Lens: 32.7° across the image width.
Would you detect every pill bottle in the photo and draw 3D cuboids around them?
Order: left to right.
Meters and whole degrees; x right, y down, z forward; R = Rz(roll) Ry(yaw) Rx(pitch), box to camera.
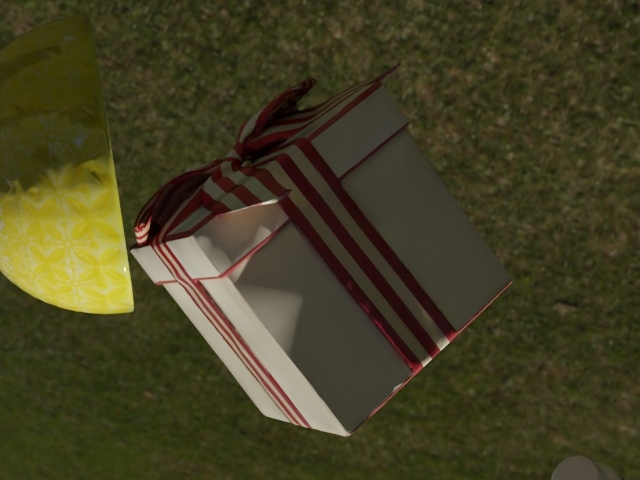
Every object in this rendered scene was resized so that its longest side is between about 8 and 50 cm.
[{"bbox_3d":[0.388,0.362,1.509,0.094,0.094,0.169,-7,144,40],"label":"pill bottle"}]

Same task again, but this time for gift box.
[{"bbox_3d":[0.000,0.000,1.011,0.258,0.255,0.276,53,155,-10],"label":"gift box"}]

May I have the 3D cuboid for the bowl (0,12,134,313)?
[{"bbox_3d":[-0.273,-0.060,1.029,0.156,0.289,0.289,-9,153,-11],"label":"bowl"}]
